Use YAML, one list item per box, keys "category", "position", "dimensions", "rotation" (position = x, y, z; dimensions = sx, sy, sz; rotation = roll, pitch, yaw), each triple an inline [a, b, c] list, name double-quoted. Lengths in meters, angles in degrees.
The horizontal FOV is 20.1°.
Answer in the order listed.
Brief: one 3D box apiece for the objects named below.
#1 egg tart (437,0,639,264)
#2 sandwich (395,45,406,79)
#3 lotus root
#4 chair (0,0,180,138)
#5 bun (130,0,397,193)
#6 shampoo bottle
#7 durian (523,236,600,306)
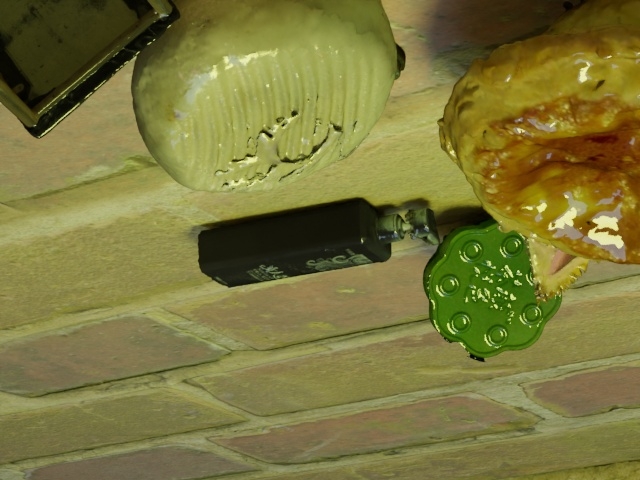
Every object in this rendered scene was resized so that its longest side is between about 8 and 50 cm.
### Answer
- category: "egg tart"
  position: [0.334, -0.120, 1.771]
  dimensions: [0.443, 0.178, 0.443]
  rotation: [9, 156, 4]
- category: "sandwich"
  position: [0.047, -0.188, 1.886]
  dimensions: [0.069, 0.026, 0.101]
  rotation: [-13, 157, 27]
- category: "lotus root"
  position: [0.208, 0.048, 2.366]
  dimensions: [0.186, 0.186, 0.186]
  rotation: [0, 159, 0]
- category: "chair"
  position: [-0.235, -0.203, 1.592]
  dimensions: [0.188, 0.166, 0.272]
  rotation: [-41, 162, 0]
- category: "bun"
  position: [-0.062, -0.160, 1.726]
  dimensions: [0.273, 0.168, 0.273]
  rotation: [-22, 150, -13]
- category: "shampoo bottle"
  position: [0.000, 0.000, 2.330]
  dimensions: [0.309, 0.071, 0.098]
  rotation: [-11, 154, 21]
- category: "durian"
  position: [0.269, -0.037, 2.100]
  dimensions: [0.132, 0.182, 0.165]
  rotation: [-26, 172, -43]
